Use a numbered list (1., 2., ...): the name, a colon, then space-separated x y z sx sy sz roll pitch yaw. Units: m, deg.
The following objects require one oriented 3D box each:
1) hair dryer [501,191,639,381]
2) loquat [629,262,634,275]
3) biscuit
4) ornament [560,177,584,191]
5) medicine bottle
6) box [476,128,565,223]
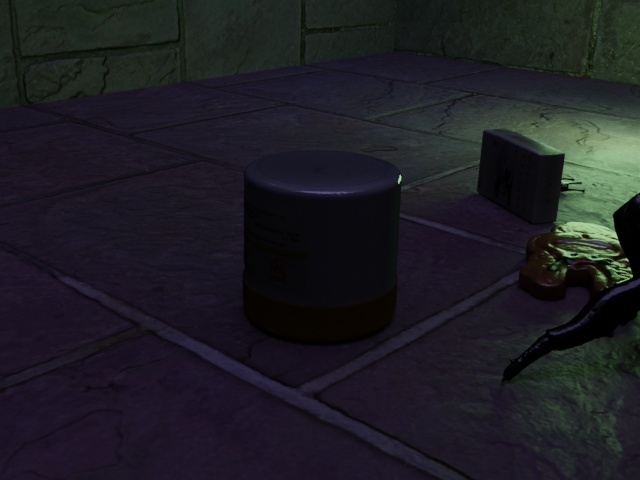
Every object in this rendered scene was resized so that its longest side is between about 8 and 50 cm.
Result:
1. hair dryer: 0.408 0.125 1.095 0.359 0.304 0.120 -30 -13 -5
2. loquat: 0.570 0.037 1.252 0.179 0.179 0.227 0 34 -4
3. biscuit: 0.464 0.029 1.450 0.201 0.047 0.334 8 21 19
4. ornament: 0.543 -0.128 1.897 0.125 0.028 0.073 -5 22 -20
5. medicine bottle: 0.000 0.000 1.236 0.237 0.232 0.238 1 20 0
6. box: 0.424 -0.143 1.758 0.067 0.150 0.233 -3 21 -19
